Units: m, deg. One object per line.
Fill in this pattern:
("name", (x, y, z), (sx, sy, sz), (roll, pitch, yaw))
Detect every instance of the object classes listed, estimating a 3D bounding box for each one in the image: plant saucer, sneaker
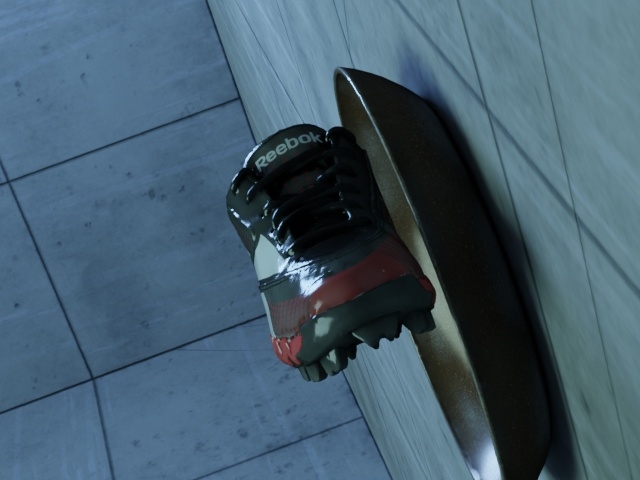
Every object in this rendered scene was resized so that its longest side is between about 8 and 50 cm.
("plant saucer", (0.082, 0.027, 1.129), (0.310, 0.050, 0.310), (159, 90, -86))
("sneaker", (0.000, 0.000, 1.041), (0.276, 0.098, 0.135), (-122, 10, -81))
